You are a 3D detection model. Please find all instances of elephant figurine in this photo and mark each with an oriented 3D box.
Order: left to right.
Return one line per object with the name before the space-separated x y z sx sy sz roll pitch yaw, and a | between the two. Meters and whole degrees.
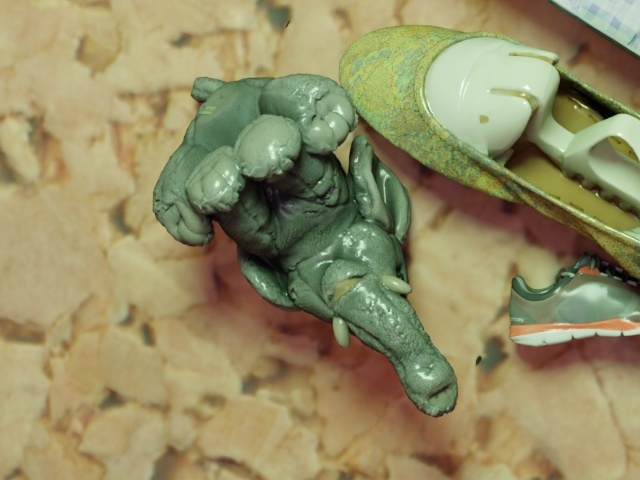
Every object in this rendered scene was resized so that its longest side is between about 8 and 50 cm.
elephant figurine | 0.000 0.000 1.207 0.169 0.186 0.239 -15 128 44

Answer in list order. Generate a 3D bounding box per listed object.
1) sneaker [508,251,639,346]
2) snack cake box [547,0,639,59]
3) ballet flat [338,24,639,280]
sneaker | 0.215 0.039 1.222 0.158 0.061 0.064 -9 90 9
snack cake box | 0.213 -0.229 1.164 0.264 0.089 0.152 33 100 2
ballet flat | 0.176 -0.072 1.167 0.349 0.123 0.123 32 102 6
